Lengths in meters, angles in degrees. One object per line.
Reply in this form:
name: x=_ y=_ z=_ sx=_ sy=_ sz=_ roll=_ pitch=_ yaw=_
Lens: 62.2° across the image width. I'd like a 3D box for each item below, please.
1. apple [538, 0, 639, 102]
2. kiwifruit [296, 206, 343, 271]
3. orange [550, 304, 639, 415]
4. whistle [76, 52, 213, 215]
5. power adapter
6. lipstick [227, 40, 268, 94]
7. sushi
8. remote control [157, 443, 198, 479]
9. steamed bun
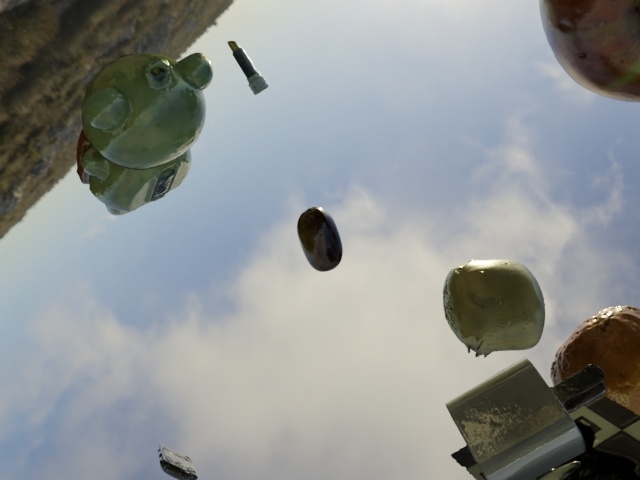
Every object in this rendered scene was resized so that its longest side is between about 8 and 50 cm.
apple: x=0.492 y=-0.380 z=0.767 sx=0.339 sy=0.339 sz=0.339 roll=-35 pitch=-155 yaw=19
kiwifruit: x=0.000 y=0.000 z=0.963 sx=0.075 sy=0.124 sz=0.075 roll=-13 pitch=-160 yaw=5
orange: x=0.808 y=0.351 z=1.430 sx=0.340 sy=0.340 sz=0.293 roll=-44 pitch=-120 yaw=0
whistle: x=-0.196 y=-0.100 z=0.563 sx=0.131 sy=0.106 sz=0.288 roll=-38 pitch=179 yaw=-34
power adapter: x=0.298 y=0.238 z=0.728 sx=0.205 sy=0.130 sz=0.125 roll=-32 pitch=-132 yaw=5
lipstick: x=-0.149 y=-0.354 z=1.075 sx=0.037 sy=0.116 sz=0.037 roll=-28 pitch=-162 yaw=10
sushi: x=0.436 y=0.399 z=0.818 sx=0.296 sy=0.100 sz=0.373 roll=-23 pitch=-161 yaw=-16
remote control: x=-0.139 y=0.213 z=0.505 sx=0.014 sy=0.039 sz=0.096 roll=-62 pitch=-170 yaw=-20
steamed bun: x=0.433 y=0.150 z=1.335 sx=0.273 sy=0.232 sz=0.166 roll=-86 pitch=-177 yaw=-51
